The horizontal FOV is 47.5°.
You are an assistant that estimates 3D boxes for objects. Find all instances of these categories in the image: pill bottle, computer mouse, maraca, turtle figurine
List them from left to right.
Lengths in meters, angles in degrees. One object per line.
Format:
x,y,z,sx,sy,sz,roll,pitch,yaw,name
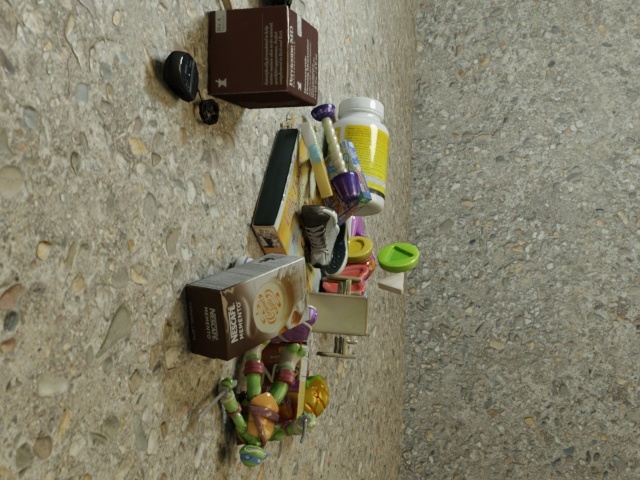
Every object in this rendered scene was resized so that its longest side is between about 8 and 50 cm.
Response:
-0.235,-0.271,1.325,0.242,0.041,0.071,60,33,-72,computer mouse
-0.105,0.320,1.517,0.275,0.197,0.266,75,19,-52,turtle figurine
-0.043,0.424,1.910,0.185,0.099,0.127,-26,125,-53,maraca
0.113,-0.255,2.219,0.188,0.187,0.334,43,51,-68,pill bottle

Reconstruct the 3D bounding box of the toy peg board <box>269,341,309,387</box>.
-0.063,0.289,1.856,0.161,0.079,0.161,-65,152,-53,toy peg board

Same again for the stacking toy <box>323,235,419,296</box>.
0.162,0.126,2.271,0.309,0.279,0.131,-60,146,-50,stacking toy

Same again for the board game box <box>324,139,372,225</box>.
0.062,-0.162,2.040,0.035,0.136,0.201,12,50,-41,board game box

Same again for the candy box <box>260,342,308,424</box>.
-0.093,0.336,1.708,0.053,0.109,0.187,42,51,-69,candy box

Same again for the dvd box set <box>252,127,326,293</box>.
-0.058,-0.036,1.880,0.420,0.062,0.308,70,26,-52,dvd box set

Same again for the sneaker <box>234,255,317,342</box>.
-0.090,0.131,1.615,0.282,0.160,0.102,69,29,-50,sneaker

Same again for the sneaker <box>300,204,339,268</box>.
0.000,0.000,1.823,0.229,0.086,0.132,50,45,-68,sneaker

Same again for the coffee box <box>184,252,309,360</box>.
-0.137,0.124,1.423,0.246,0.098,0.141,-22,112,-50,coffee box

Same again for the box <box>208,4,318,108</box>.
-0.111,-0.367,1.489,0.203,0.166,0.169,-8,99,-73,box

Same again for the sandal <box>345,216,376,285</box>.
0.149,0.092,2.516,0.169,0.102,0.417,-36,125,-70,sandal

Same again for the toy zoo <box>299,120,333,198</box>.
-0.009,-0.205,1.880,0.293,0.030,0.193,-73,146,-84,toy zoo

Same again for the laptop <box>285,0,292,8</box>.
-0.121,-0.639,1.710,0.264,0.136,0.235,118,-17,-66,laptop

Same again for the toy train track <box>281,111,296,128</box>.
-0.084,-0.302,1.862,0.083,0.014,0.048,-38,135,-62,toy train track

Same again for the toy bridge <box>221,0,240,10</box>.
-0.193,-0.540,1.449,0.063,0.026,0.188,-54,142,-61,toy bridge

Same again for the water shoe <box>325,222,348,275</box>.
0.060,0.035,2.262,0.080,0.072,0.203,65,30,-54,water shoe

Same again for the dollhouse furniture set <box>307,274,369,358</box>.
0.020,0.193,1.882,0.242,0.160,0.212,137,-42,-78,dollhouse furniture set

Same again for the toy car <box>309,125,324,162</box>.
-0.015,-0.260,2.045,0.060,0.040,0.122,-72,157,-44,toy car

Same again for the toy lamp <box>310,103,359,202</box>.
0.045,-0.235,1.972,0.080,0.080,0.275,33,40,-71,toy lamp
